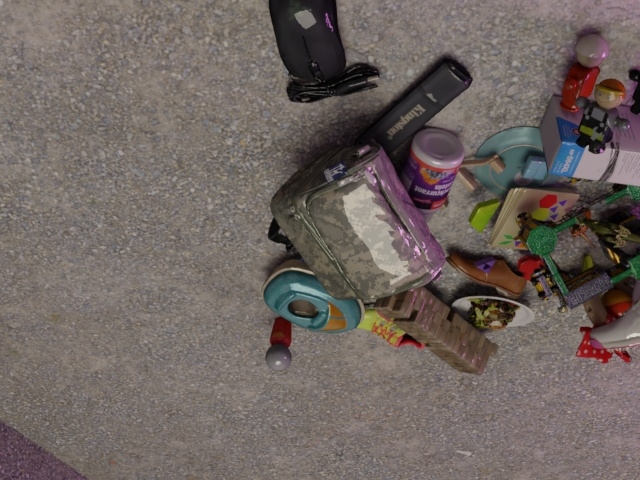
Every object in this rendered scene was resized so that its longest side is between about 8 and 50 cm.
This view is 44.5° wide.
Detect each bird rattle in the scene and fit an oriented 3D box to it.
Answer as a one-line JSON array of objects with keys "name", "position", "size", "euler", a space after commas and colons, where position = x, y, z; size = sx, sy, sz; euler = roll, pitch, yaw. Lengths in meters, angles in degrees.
[{"name": "bird rattle", "position": [0.651, 0.154, 1.751], "size": [0.207, 0.253, 0.143], "euler": [-2, 142, -26]}]

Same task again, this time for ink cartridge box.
[{"name": "ink cartridge box", "position": [0.529, -0.185, 1.466], "size": [0.203, 0.148, 0.086], "euler": [9, 134, -1]}]

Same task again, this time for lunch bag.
[{"name": "lunch bag", "position": [0.086, -0.039, 1.543], "size": [0.256, 0.212, 0.305], "euler": [-9, 121, 52]}]

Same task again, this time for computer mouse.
[{"name": "computer mouse", "position": [-0.010, -0.354, 1.412], "size": [0.188, 0.072, 0.272], "euler": [-8, 134, 16]}]

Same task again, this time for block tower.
[{"name": "block tower", "position": [0.286, 0.215, 1.916], "size": [0.335, 0.097, 0.091], "euler": [36, 158, -24]}]

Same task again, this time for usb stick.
[{"name": "usb stick", "position": [0.175, -0.247, 1.519], "size": [0.077, 0.045, 0.278], "euler": [31, 131, -24]}]

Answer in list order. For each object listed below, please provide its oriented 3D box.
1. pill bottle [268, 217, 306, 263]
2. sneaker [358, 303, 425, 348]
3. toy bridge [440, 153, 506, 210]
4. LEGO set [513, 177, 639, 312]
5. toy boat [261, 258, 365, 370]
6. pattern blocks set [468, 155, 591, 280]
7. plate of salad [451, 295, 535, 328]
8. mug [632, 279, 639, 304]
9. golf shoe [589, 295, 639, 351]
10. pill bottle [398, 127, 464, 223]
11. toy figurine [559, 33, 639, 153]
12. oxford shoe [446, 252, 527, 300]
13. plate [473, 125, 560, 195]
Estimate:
[{"name": "pill bottle", "position": [0.000, 0.000, 1.741], "size": [0.219, 0.123, 0.123], "euler": [25, 133, -19]}, {"name": "sneaker", "position": [0.178, 0.223, 1.971], "size": [0.208, 0.094, 0.081], "euler": [8, 138, 0]}, {"name": "toy bridge", "position": [0.299, -0.131, 1.625], "size": [0.063, 0.026, 0.188], "euler": [46, 135, -8]}, {"name": "LEGO set", "position": [0.555, -0.016, 1.618], "size": [0.331, 0.192, 0.255], "euler": [-37, 103, 7]}, {"name": "toy boat", "position": [-0.042, 0.194, 1.929], "size": [0.267, 0.148, 0.318], "euler": [23, 133, -17]}, {"name": "pattern blocks set", "position": [0.448, -0.044, 1.669], "size": [0.285, 0.026, 0.325], "euler": [11, 131, -25]}, {"name": "plate of salad", "position": [0.417, 0.182, 1.900], "size": [0.200, 0.048, 0.200], "euler": [11, 156, 5]}, {"name": "mug", "position": [0.856, 0.227, 1.712], "size": [0.276, 0.374, 0.328], "euler": [18, 164, 49]}, {"name": "golf shoe", "position": [0.681, 0.129, 1.570], "size": [0.306, 0.115, 0.140], "euler": [-23, 86, 21]}, {"name": "pill bottle", "position": [0.215, -0.124, 1.597], "size": [0.108, 0.108, 0.193], "euler": [11, 137, -4]}, {"name": "toy figurine", "position": [0.536, -0.254, 1.352], "size": [0.213, 0.209, 0.148], "euler": [6, 131, -1]}, {"name": "oxford shoe", "position": [0.386, 0.065, 1.814], "size": [0.212, 0.076, 0.076], "euler": [21, 110, -19]}, {"name": "plate", "position": [0.410, -0.153, 1.604], "size": [0.188, 0.024, 0.188], "euler": [3, 135, 3]}]
